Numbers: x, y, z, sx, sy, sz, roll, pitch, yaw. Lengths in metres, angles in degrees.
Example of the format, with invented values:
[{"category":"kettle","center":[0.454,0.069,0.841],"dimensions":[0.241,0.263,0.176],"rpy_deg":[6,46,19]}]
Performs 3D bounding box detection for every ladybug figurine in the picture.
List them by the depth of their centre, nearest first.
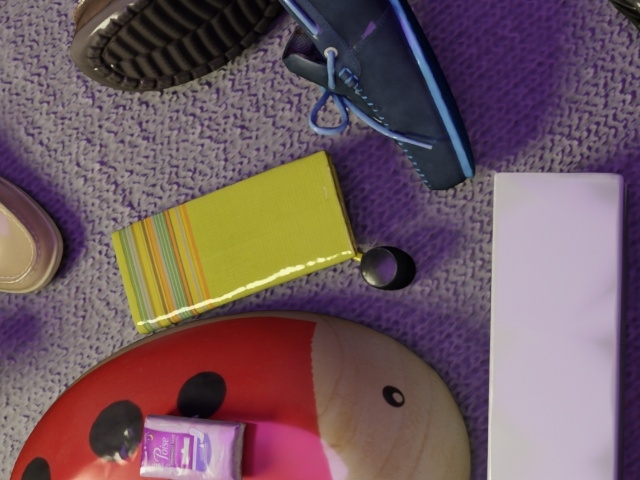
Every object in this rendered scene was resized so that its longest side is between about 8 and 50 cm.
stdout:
[{"category":"ladybug figurine","center":[-0.094,0.222,1.195],"dimensions":[0.449,0.162,0.305],"rpy_deg":[-18,86,14]}]

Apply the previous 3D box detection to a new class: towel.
[{"category":"towel","center":[-0.081,0.004,1.239],"dimensions":[0.237,0.021,0.102],"rpy_deg":[-20,80,24]}]

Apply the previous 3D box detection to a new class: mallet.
[{"category":"mallet","center":[0.000,0.000,1.242],"dimensions":[0.189,0.062,0.039],"rpy_deg":[22,94,28]}]

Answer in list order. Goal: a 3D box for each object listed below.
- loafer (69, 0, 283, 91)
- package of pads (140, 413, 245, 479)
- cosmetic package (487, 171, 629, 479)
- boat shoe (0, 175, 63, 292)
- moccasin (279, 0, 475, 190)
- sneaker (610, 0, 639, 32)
[{"category":"loafer","center":[-0.078,-0.276,1.228],"dimensions":[0.366,0.134,0.130],"rpy_deg":[-38,54,2]},{"category":"package of pads","center":[-0.102,0.167,1.097],"dimensions":[0.083,0.032,0.050],"rpy_deg":[3,87,14]},{"category":"cosmetic package","center":[0.190,0.141,1.061],"dimensions":[0.097,0.284,0.377],"rpy_deg":[1,90,16]},{"category":"boat shoe","center":[-0.386,-0.041,1.302],"dimensions":[0.302,0.098,0.109],"rpy_deg":[31,97,12]},{"category":"moccasin","center":[0.016,-0.182,1.155],"dimensions":[0.116,0.138,0.342],"rpy_deg":[-28,107,12]},{"category":"sneaker","center":[0.288,-0.275,1.129],"dimensions":[0.146,0.104,0.296],"rpy_deg":[-22,89,8]}]
